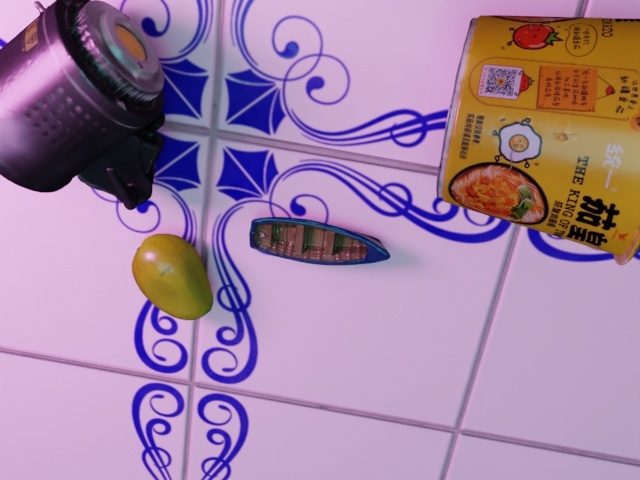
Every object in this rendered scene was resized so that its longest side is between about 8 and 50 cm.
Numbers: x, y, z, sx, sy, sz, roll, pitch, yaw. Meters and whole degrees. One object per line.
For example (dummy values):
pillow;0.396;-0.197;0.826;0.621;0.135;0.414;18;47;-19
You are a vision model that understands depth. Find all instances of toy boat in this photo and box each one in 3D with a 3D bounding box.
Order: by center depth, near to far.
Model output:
toy boat;0.000;0.000;1.252;0.229;0.046;0.080;7;117;2

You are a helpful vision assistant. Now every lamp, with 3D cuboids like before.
lamp;-0.364;-0.214;1.088;0.374;0.205;0.272;25;124;-26

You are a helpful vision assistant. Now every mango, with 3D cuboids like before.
mango;-0.249;0.065;1.290;0.117;0.089;0.163;-9;117;12

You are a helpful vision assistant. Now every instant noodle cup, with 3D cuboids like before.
instant noodle cup;0.299;-0.149;1.006;0.254;0.325;0.325;12;119;11
